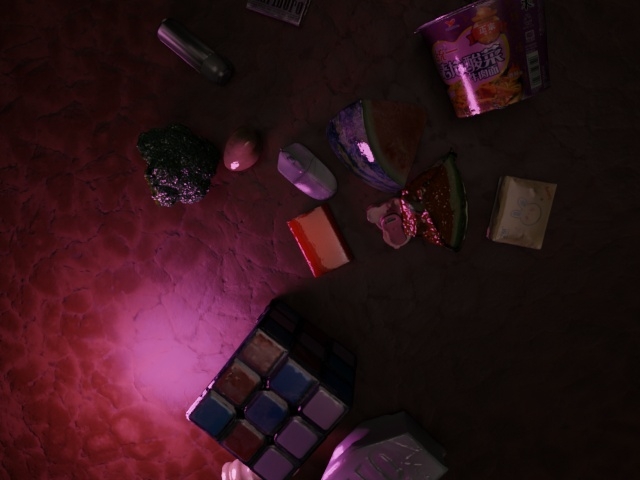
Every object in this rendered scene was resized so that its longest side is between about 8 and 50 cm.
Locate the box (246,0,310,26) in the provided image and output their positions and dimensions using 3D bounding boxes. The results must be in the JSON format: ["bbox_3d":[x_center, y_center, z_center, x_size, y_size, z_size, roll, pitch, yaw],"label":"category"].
[{"bbox_3d":[-0.125,-0.730,1.478,0.177,0.036,0.115,22,100,5],"label":"box"}]

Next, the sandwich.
[{"bbox_3d":[0.328,-0.095,1.423,0.212,0.109,0.292,-30,107,-24],"label":"sandwich"}]

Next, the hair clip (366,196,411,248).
[{"bbox_3d":[0.222,-0.055,1.521,0.123,0.102,0.138,-27,125,12],"label":"hair clip"}]

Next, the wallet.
[{"bbox_3d":[0.000,0.000,1.552,0.142,0.045,0.204,-26,94,9],"label":"wallet"}]

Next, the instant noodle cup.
[{"bbox_3d":[0.447,-0.494,1.302,0.339,0.340,0.266,-18,106,10],"label":"instant noodle cup"}]

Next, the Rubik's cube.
[{"bbox_3d":[-0.122,0.437,1.470,0.359,0.363,0.362,40,97,-3],"label":"Rubik's cube"}]

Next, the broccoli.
[{"bbox_3d":[-0.447,-0.230,1.515,0.269,0.269,0.254,-9,92,9],"label":"broccoli"}]

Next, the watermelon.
[{"bbox_3d":[0.182,-0.288,1.387,0.292,0.250,0.283,-40,96,15],"label":"watermelon"}]

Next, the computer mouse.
[{"bbox_3d":[-0.044,-0.215,1.518,0.229,0.068,0.113,40,100,1],"label":"computer mouse"}]

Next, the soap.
[{"bbox_3d":[0.162,0.759,1.574,0.261,0.156,0.446,43,102,1],"label":"soap"}]

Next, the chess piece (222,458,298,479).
[{"bbox_3d":[-0.185,0.771,1.645,0.251,0.144,0.144,-25,93,4],"label":"chess piece"}]

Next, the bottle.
[{"bbox_3d":[-0.385,-0.587,1.517,0.253,0.079,0.096,40,63,3],"label":"bottle"}]

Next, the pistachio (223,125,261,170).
[{"bbox_3d":[-0.240,-0.281,1.518,0.113,0.113,0.149,43,102,1],"label":"pistachio"}]

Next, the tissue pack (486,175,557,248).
[{"bbox_3d":[0.585,-0.082,1.431,0.148,0.092,0.196,11,100,6],"label":"tissue pack"}]
